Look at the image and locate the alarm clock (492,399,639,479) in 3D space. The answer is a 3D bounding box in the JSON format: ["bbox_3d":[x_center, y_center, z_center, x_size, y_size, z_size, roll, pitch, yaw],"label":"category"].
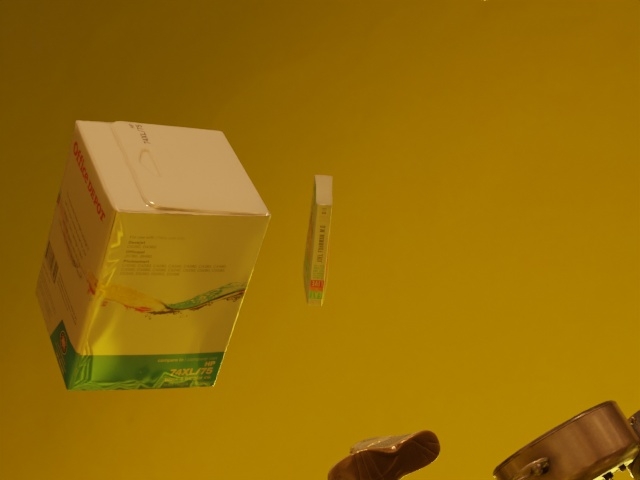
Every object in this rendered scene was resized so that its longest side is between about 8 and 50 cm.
[{"bbox_3d":[0.214,0.199,1.106,0.192,0.129,0.064,8,-132,-57],"label":"alarm clock"}]

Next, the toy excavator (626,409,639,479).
[{"bbox_3d":[0.645,0.195,1.482,0.433,0.445,0.222,13,-152,-24],"label":"toy excavator"}]

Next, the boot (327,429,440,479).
[{"bbox_3d":[0.081,0.386,2.150,0.213,0.165,0.077,-18,-92,-27],"label":"boot"}]

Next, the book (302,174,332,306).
[{"bbox_3d":[0.000,0.000,1.611,0.096,0.035,0.144,-91,6,-65],"label":"book"}]

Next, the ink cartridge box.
[{"bbox_3d":[-0.213,0.019,1.531,0.198,0.197,0.270,59,138,46],"label":"ink cartridge box"}]
